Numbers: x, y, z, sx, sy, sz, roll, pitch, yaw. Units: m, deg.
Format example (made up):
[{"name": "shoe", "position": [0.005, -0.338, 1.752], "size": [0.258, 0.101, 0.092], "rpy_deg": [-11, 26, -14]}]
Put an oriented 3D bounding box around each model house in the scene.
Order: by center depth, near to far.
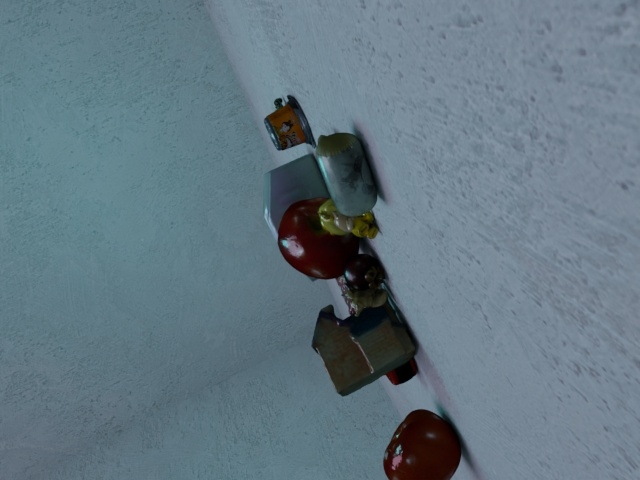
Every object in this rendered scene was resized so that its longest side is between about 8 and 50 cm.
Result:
[{"name": "model house", "position": [0.129, 0.330, 1.788], "size": [0.280, 0.312, 0.245], "rpy_deg": [61, 180, 22]}]

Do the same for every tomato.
[{"name": "tomato", "position": [0.357, 0.728, 1.809], "size": [0.226, 0.298, 0.298], "rpy_deg": [29, 166, 11]}]

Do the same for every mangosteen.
[{"name": "mangosteen", "position": [0.145, 0.105, 1.671], "size": [0.140, 0.140, 0.140], "rpy_deg": [63, 175, 10]}]

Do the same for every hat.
[{"name": "hat", "position": [0.105, 0.133, 2.109], "size": [0.286, 0.107, 0.236], "rpy_deg": [65, 147, 37]}]

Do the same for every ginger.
[{"name": "ginger", "position": [0.145, 0.160, 1.753], "size": [0.214, 0.133, 0.058], "rpy_deg": [-110, 11, -52]}]

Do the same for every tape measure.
[{"name": "tape measure", "position": [0.261, 0.417, 1.991], "size": [0.253, 0.114, 0.260], "rpy_deg": [65, 175, -14]}]

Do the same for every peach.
[{"name": "peach", "position": [0.000, 0.000, 1.793], "size": [0.281, 0.281, 0.338], "rpy_deg": [63, 175, 17]}]

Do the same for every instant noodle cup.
[{"name": "instant noodle cup", "position": [-0.117, -0.386, 1.802], "size": [0.208, 0.126, 0.177], "rpy_deg": [61, 174, 28]}]

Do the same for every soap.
[{"name": "soap", "position": [-0.064, -0.080, 2.019], "size": [0.445, 0.262, 0.156], "rpy_deg": [66, 172, -12]}]

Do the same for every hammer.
[{"name": "hammer", "position": [0.042, -0.195, 1.301], "size": [0.305, 0.113, 0.201], "rpy_deg": [-114, 4, -60]}]

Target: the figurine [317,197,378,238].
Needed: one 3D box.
[{"name": "figurine", "position": [0.077, -0.064, 1.527], "size": [0.156, 0.131, 0.246], "rpy_deg": [19, -173, -35]}]

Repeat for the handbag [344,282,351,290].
[{"name": "handbag", "position": [0.165, 0.171, 1.909], "size": [0.072, 0.115, 0.139], "rpy_deg": [63, -168, 18]}]

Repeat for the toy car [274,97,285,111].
[{"name": "toy car", "position": [-0.146, -0.482, 2.037], "size": [0.073, 0.054, 0.143], "rpy_deg": [60, 175, 29]}]
